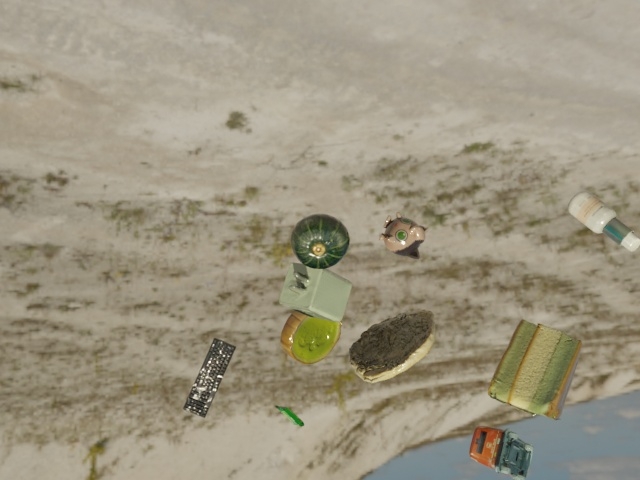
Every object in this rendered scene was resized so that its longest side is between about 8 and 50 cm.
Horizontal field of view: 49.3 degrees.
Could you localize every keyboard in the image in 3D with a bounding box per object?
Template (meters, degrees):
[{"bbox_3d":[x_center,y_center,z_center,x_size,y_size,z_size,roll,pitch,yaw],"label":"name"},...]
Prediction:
[{"bbox_3d":[-0.279,0.346,1.755,0.061,0.204,0.013,24,-174,-6],"label":"keyboard"}]

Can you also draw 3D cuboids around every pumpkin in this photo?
[{"bbox_3d":[0.000,0.002,1.967,0.167,0.167,0.125,-7,-168,7],"label":"pumpkin"}]

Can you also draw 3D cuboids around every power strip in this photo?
[{"bbox_3d":[-0.032,0.149,2.122,0.140,0.139,0.224,7,164,42],"label":"power strip"}]

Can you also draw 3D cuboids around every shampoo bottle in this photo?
[{"bbox_3d":[0.711,-0.047,1.745,0.074,0.192,0.074,-29,147,-22],"label":"shampoo bottle"}]

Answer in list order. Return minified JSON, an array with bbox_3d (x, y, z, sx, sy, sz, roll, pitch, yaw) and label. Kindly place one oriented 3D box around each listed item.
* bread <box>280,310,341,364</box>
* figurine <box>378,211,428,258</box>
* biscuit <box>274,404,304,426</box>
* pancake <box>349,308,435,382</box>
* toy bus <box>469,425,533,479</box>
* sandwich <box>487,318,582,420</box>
[{"bbox_3d":[-0.031,0.330,2.487,0.236,0.236,0.070,6,-166,-40],"label":"bread"},{"bbox_3d":[0.252,-0.014,2.123,0.138,0.125,0.125,21,170,8],"label":"figurine"},{"bbox_3d":[-0.078,0.464,1.844,0.089,0.016,0.046,48,152,-20],"label":"biscuit"},{"bbox_3d":[0.191,0.272,1.847,0.283,0.049,0.282,-33,-163,12],"label":"pancake"},{"bbox_3d":[0.519,0.606,1.992,0.120,0.121,0.265,7,161,36],"label":"toy bus"},{"bbox_3d":[0.493,0.290,1.595,0.155,0.198,0.227,18,175,26],"label":"sandwich"}]
